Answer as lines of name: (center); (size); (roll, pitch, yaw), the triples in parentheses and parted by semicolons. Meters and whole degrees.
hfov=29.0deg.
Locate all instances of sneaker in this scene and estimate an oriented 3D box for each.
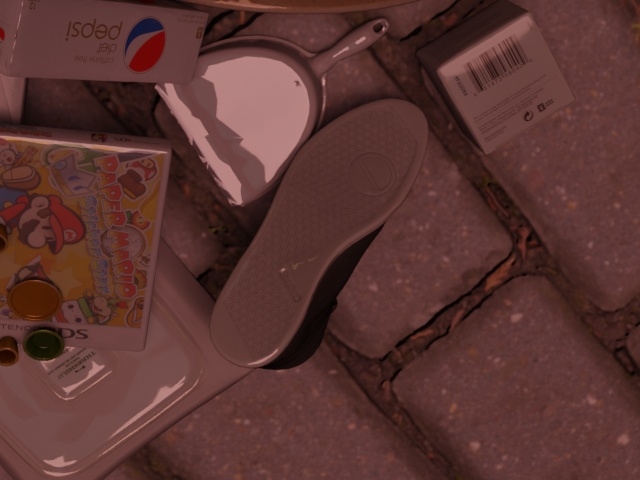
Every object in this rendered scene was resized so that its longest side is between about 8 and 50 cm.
sneaker: (-0.001, 0.000, 1.174); (0.104, 0.147, 0.296); (33, 79, 9)

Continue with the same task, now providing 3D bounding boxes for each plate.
plate: (-0.242, 0.107, 1.197); (0.277, 0.045, 0.278); (-36, 111, 4)

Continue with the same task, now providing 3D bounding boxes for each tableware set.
tableware set: (-0.282, 0.052, 1.089); (0.104, 0.024, 0.154); (-6, 127, -4)

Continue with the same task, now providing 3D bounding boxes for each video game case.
video game case: (-0.246, 0.001, 1.088); (0.206, 0.026, 0.227); (5, 125, -12)

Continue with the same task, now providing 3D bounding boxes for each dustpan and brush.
dustpan and brush: (-0.026, -0.146, 1.146); (0.211, 0.060, 0.147); (-31, 102, 8)

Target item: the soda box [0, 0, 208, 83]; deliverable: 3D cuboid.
soda box: (-0.193, -0.174, 1.024); (0.216, 0.074, 0.069); (-8, 119, -55)

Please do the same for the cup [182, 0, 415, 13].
cup: (-0.036, -0.337, 0.958); (0.331, 0.331, 0.237); (4, 84, -12)

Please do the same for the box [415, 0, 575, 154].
box: (0.162, -0.154, 1.154); (0.101, 0.087, 0.102); (-32, 112, 2)

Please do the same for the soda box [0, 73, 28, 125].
soda box: (-0.292, -0.198, 1.054); (0.098, 0.091, 0.286); (7, 108, -13)
